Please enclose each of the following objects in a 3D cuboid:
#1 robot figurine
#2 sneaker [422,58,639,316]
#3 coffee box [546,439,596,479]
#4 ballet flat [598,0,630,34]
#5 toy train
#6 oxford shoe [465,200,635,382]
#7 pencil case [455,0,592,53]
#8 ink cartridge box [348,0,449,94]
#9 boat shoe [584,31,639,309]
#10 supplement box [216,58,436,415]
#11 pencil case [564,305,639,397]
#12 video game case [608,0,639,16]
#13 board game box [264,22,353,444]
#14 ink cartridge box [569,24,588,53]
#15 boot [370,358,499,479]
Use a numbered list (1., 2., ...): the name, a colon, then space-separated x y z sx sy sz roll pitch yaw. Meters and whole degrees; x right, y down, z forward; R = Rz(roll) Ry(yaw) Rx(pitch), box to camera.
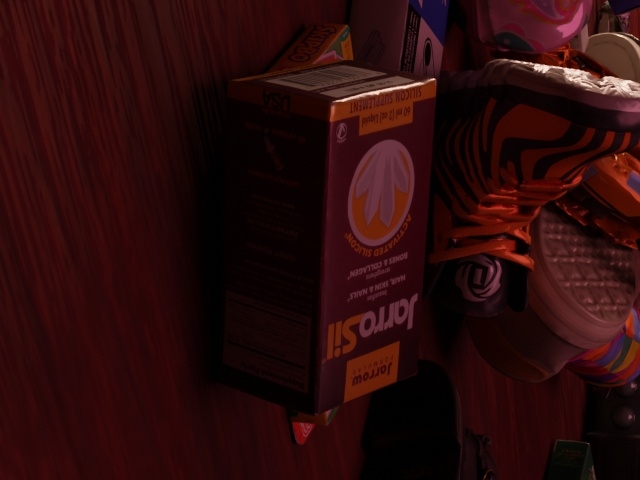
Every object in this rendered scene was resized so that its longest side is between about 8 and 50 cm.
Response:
1. robot figurine: 0.268 -0.057 1.506 0.291 0.085 0.211 34 33 -22
2. sneaker: 0.144 -0.031 1.268 0.321 0.125 0.180 -172 -89 -78
3. coffee box: 0.257 0.318 1.888 0.113 0.040 0.184 69 32 -48
4. ballet flat: 0.330 -0.219 2.006 0.041 0.041 0.114 -54 142 -55
5. toy train: 0.393 0.187 2.106 0.190 0.142 0.334 16 78 -59
6. oxford shoe: 0.210 -0.026 1.609 0.169 0.130 0.449 38 32 -10
7. pencil case: 0.141 -0.284 1.381 0.124 0.124 0.284 -67 152 -42
8. ink cartridge box: 0.055 -0.145 1.270 0.097 0.046 0.207 35 61 -67
9. boat shoe: 0.328 -0.073 1.915 0.091 0.109 0.305 -20 108 -62
10. supplement box: 0.003 -0.004 1.050 0.104 0.081 0.188 -18 116 -48
11. pencil case: 0.269 0.094 1.802 0.236 0.104 0.104 32 63 -67
12. video game case: 0.259 -0.355 1.616 0.269 0.061 0.244 64 25 -7
13. board game box: 0.000 0.000 1.171 0.124 0.039 0.259 -54 145 -52
14. ink cartridge box: 0.230 -0.222 1.715 0.028 0.048 0.083 -60 145 -50
15. boot: 0.096 0.238 1.380 0.229 0.091 0.263 60 37 -55
